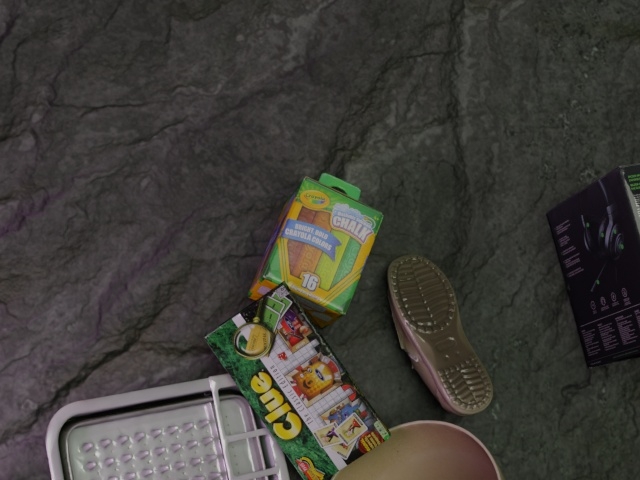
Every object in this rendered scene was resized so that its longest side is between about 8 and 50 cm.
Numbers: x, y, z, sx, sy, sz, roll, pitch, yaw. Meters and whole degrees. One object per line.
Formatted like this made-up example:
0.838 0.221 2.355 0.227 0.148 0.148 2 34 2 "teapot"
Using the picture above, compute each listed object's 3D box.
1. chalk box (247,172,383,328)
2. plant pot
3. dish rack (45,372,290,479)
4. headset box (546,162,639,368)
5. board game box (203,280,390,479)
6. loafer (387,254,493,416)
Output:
0.000 0.000 1.546 0.132 0.132 0.213 24 71 -7 "chalk box"
0.155 0.413 1.432 0.191 0.284 0.284 48 64 -38 "plant pot"
-0.197 0.335 1.398 0.332 0.072 0.286 -5 77 -37 "dish rack"
0.477 0.029 1.604 0.131 0.246 0.283 -9 77 -16 "headset box"
-0.031 0.199 1.451 0.136 0.030 0.260 -35 95 7 "board game box"
0.163 0.147 1.576 0.102 0.092 0.268 -11 63 -19 "loafer"
